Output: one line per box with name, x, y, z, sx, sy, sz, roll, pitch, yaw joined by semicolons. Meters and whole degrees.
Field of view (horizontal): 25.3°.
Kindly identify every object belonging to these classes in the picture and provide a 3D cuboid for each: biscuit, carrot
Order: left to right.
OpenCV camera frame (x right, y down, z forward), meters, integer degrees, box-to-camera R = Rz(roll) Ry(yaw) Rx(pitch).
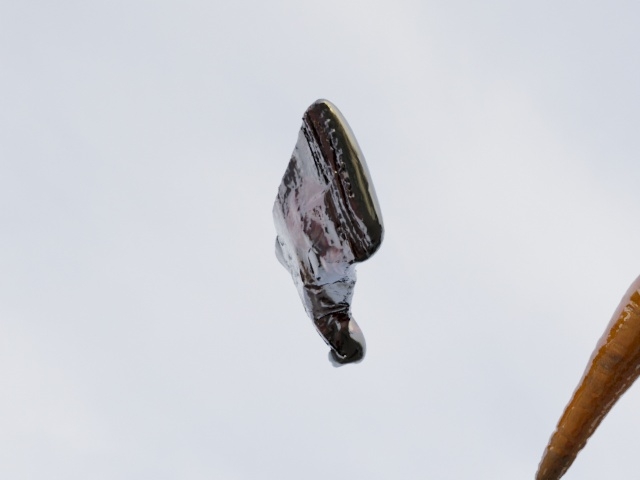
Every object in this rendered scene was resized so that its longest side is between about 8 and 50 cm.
biscuit;0.003;0.005;1.244;0.063;0.151;0.235;-13;-30;-13
carrot;0.250;0.106;1.204;0.061;0.061;0.256;32;-83;-21
